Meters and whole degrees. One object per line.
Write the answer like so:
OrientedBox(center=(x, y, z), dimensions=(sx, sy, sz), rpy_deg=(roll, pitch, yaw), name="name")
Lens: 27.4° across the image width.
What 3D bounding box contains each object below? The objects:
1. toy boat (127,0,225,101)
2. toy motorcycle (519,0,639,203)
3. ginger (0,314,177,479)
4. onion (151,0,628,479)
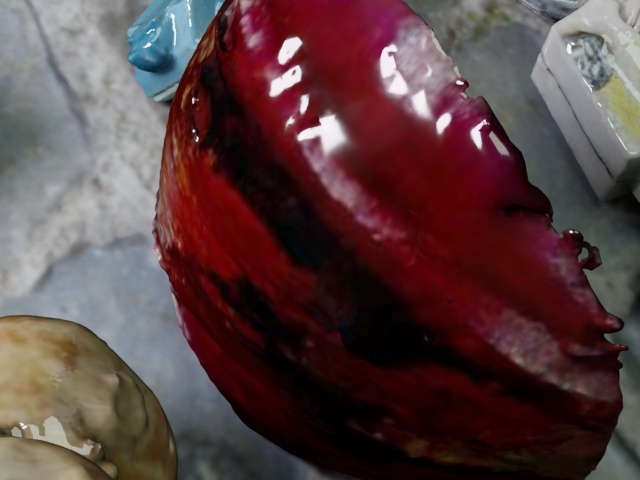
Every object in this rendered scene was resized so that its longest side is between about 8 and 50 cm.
OrientedBox(center=(-0.039, -0.155, 0.858), dimensions=(0.102, 0.088, 0.215), rpy_deg=(48, 49, -20), name="toy boat")
OrientedBox(center=(0.260, -0.100, 0.857), dimensions=(0.222, 0.108, 0.341), rpy_deg=(-17, 66, -14), name="toy motorcycle")
OrientedBox(center=(-0.185, 0.179, 0.506), dimensions=(0.375, 0.176, 0.256), rpy_deg=(-36, 35, -27), name="ginger")
OrientedBox(center=(0.000, 0.000, 0.637), dimensions=(0.146, 0.280, 0.314), rpy_deg=(-30, 64, -14), name="onion")
